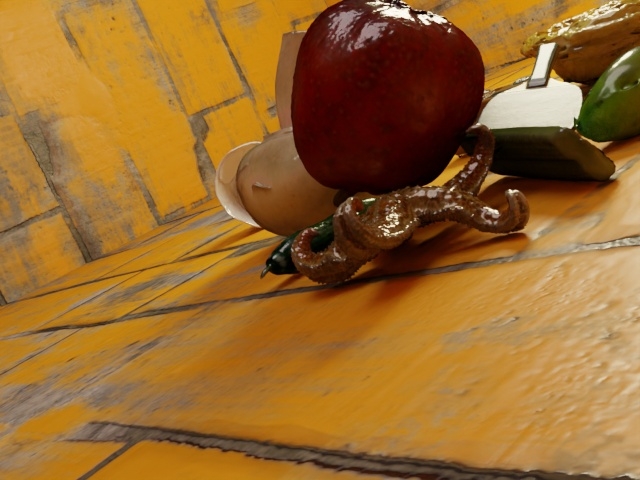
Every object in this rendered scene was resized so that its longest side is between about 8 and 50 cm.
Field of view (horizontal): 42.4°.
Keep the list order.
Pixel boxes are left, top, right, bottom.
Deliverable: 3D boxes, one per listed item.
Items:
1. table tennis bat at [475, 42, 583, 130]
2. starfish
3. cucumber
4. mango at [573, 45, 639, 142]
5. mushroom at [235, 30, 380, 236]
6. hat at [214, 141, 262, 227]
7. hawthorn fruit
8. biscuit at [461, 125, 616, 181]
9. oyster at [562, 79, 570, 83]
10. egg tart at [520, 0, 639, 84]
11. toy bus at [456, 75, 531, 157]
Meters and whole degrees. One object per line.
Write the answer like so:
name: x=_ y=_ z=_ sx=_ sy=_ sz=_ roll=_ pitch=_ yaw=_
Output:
table tennis bat: x=0.347 y=-0.232 z=1.349 sx=0.173 sy=0.022 sz=0.301 roll=-2 pitch=43 yaw=29
starfish: x=0.111 y=-0.037 z=0.966 sx=0.303 sy=0.113 sz=0.312 roll=-29 pitch=8 yaw=-29
cucumber: x=0.000 y=0.000 z=1.188 sx=0.250 sy=0.056 sz=0.056 roll=-29 pitch=10 yaw=-36
mango: x=0.414 y=-0.189 z=1.093 sx=0.178 sy=0.100 sz=0.119 roll=-36 pitch=-23 yaw=-19
mushroom: x=0.025 y=-0.154 z=1.414 sx=0.356 sy=0.315 sz=0.315 roll=-60 pitch=13 yaw=-2
hat: x=-0.130 y=-0.117 z=1.851 sx=0.203 sy=0.203 sz=0.126 roll=-24 pitch=-6 yaw=1
hawthorn fruit: x=0.077 y=-0.181 z=1.143 sx=0.265 sy=0.265 sz=0.307 roll=-55 pitch=-10 yaw=-72
biscuit: x=0.264 y=-0.108 z=1.050 sx=0.038 sy=0.099 sz=0.322 roll=-58 pitch=13 yaw=0
oyster: x=0.494 y=-0.289 z=1.686 sx=0.083 sy=0.038 sz=0.080 roll=-58 pitch=-4 yaw=-22
egg tart: x=0.587 y=-0.409 z=1.683 sx=0.352 sy=0.150 sz=0.352 roll=-18 pitch=11 yaw=4
toy bus: x=0.319 y=-0.224 z=1.508 sx=0.201 sy=0.098 sz=0.114 roll=-10 pitch=19 yaw=48
